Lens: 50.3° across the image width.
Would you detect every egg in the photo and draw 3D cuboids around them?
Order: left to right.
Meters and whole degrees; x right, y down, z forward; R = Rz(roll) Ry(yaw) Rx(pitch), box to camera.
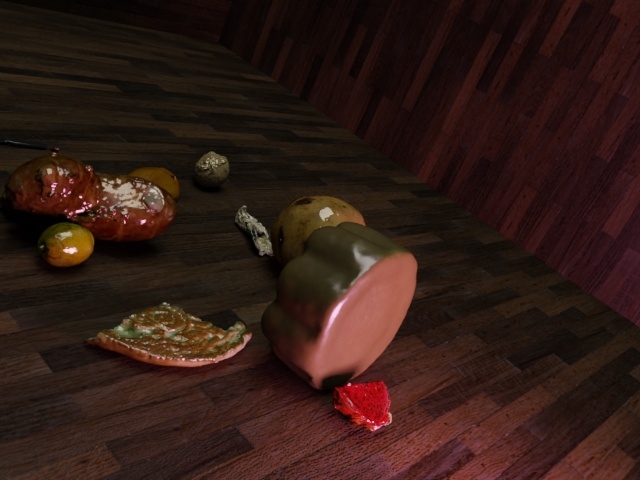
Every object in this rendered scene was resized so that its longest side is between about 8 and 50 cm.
[{"bbox_3d":[-0.357,-0.232,2.231,0.118,0.116,0.140,0,16,12],"label":"egg"}]

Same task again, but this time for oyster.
[{"bbox_3d":[-0.194,-0.015,2.039,0.106,0.061,0.200,32,20,-31],"label":"oyster"}]

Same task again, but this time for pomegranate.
[{"bbox_3d":[0.000,0.000,1.917,0.281,0.281,0.281,20,24,-10],"label":"pomegranate"}]

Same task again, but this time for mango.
[{"bbox_3d":[-0.489,-0.120,1.866,0.156,0.151,0.248,-11,19,34],"label":"mango"}]

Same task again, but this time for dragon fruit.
[{"bbox_3d":[0.087,0.368,1.469,0.162,0.083,0.106,10,39,-50],"label":"dragon fruit"}]

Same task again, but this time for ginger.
[{"bbox_3d":[-0.544,-0.099,1.628,0.418,0.254,0.176,9,72,-20],"label":"ginger"}]

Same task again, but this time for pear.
[{"bbox_3d":[-0.576,0.008,1.539,0.107,0.107,0.131,38,20,28],"label":"pear"}]

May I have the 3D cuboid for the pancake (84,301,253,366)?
[{"bbox_3d":[-0.313,0.205,1.455,0.376,0.054,0.197,10,29,-34],"label":"pancake"}]

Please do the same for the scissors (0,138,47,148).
[{"bbox_3d":[-0.895,-0.283,1.948,0.220,0.017,0.088,3,28,-40],"label":"scissors"}]

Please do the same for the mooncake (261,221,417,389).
[{"bbox_3d":[0.039,0.140,1.546,0.201,0.378,0.378,33,25,30],"label":"mooncake"}]
